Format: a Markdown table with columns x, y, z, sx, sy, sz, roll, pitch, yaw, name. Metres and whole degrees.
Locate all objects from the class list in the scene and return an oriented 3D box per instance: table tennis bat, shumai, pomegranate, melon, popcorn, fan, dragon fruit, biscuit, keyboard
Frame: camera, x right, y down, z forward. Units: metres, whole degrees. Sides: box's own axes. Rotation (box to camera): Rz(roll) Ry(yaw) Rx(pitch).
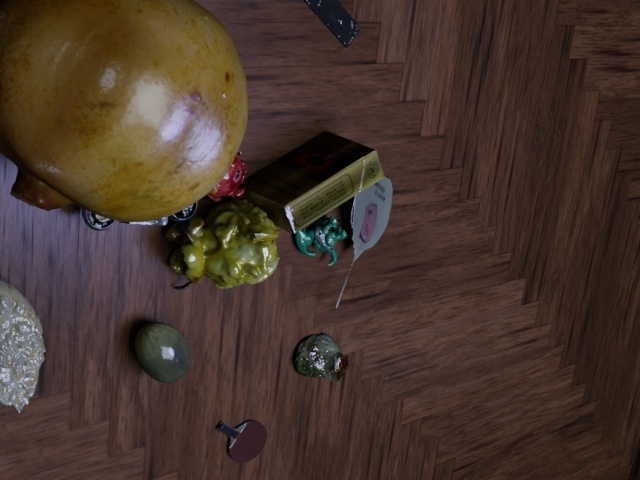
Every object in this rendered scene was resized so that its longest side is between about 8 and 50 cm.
| x | y | z | sx | sy | sz | roll | pitch | yaw | name |
| --- | --- | --- | --- | --- | --- | --- | --- | --- | --- |
| -0.169 | 0.421 | 2.166 | 0.095 | 0.014 | 0.158 | -55 | 138 | -7 | table tennis bat |
| 0.010 | 0.264 | 2.210 | 0.124 | 0.087 | 0.098 | -5 | 113 | -40 | shumai |
| -0.310 | -0.203 | 1.485 | 0.417 | 0.417 | 0.416 | -20 | 121 | -36 | pomegranate |
| -0.294 | 0.207 | 1.890 | 0.098 | 0.098 | 0.130 | -40 | 128 | -24 | melon |
| -0.176 | 0.019 | 1.873 | 0.195 | 0.168 | 0.173 | -23 | 161 | -22 | popcorn |
| 0.088 | 0.002 | 2.170 | 0.182 | 0.010 | 0.310 | 32 | 75 | -58 | fan |
| -0.181 | -0.124 | 1.869 | 0.112 | 0.068 | 0.126 | -57 | 137 | -8 | dragon fruit |
| -0.543 | 0.153 | 1.645 | 0.179 | 0.084 | 0.281 | -54 | 138 | -17 | biscuit |
| 0.025 | -0.436 | 1.961 | 0.053 | 0.010 | 0.155 | -56 | 136 | -7 | keyboard |

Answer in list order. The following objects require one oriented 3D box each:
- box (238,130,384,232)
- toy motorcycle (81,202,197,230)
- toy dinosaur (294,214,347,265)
| x | y | z | sx | sy | sz | roll | pitch | yaw | name |
| --- | --- | --- | --- | --- | --- | --- | --- | --- | --- |
| -0.019 | -0.116 | 1.958 | 0.240 | 0.159 | 0.071 | -33 | 126 | -27 | box |
| -0.310 | -0.099 | 1.750 | 0.225 | 0.073 | 0.152 | -8 | 101 | -39 | toy motorcycle |
| 0.000 | 0.000 | 2.110 | 0.096 | 0.059 | 0.132 | -42 | 124 | -11 | toy dinosaur |
